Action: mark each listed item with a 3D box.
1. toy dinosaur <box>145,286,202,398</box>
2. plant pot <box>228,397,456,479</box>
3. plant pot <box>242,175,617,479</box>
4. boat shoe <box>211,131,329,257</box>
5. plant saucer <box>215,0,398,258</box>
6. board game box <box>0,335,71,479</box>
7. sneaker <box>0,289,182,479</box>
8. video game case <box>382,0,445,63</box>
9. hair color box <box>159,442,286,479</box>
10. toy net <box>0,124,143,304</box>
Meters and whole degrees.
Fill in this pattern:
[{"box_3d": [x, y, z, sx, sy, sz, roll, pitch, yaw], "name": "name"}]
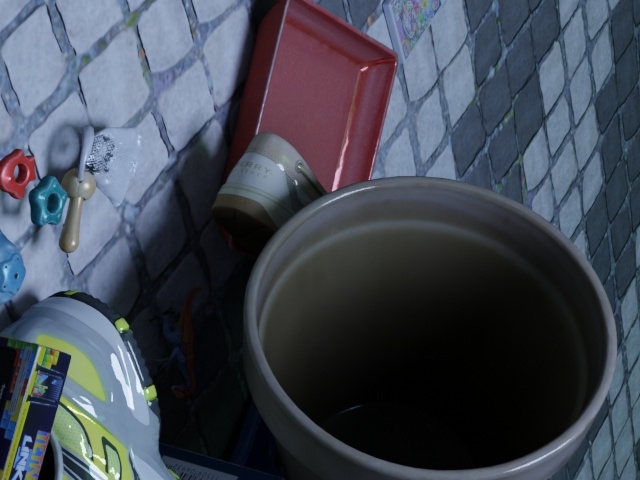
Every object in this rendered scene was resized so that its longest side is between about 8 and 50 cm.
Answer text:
[{"box_3d": [-0.131, 0.103, 1.653, 0.082, 0.090, 0.047, 55, 19, 7], "name": "toy dinosaur"}, {"box_3d": [0.053, 0.245, 1.884, 0.212, 0.236, 0.236, 59, 49, -60], "name": "plant pot"}, {"box_3d": [0.079, 0.152, 1.608, 0.323, 0.323, 0.280, -54, 164, -37], "name": "plant pot"}, {"box_3d": [0.000, 0.000, 1.724, 0.302, 0.109, 0.098, 46, 61, -51], "name": "boat shoe"}, {"box_3d": [-0.019, -0.101, 1.809, 0.258, 0.047, 0.259, 19, 84, -62], "name": "plant saucer"}, {"box_3d": [-0.275, 0.150, 1.329, 0.048, 0.141, 0.170, 28, 76, -59], "name": "board game box"}, {"box_3d": [-0.189, 0.241, 1.482, 0.147, 0.145, 0.385, -31, 101, -42], "name": "sneaker"}, {"box_3d": [0.109, -0.273, 2.016, 0.122, 0.011, 0.087, -58, 145, -34], "name": "video game case"}, {"box_3d": [-0.086, 0.353, 1.718, 0.105, 0.173, 0.347, -56, 144, -33], "name": "hair color box"}, {"box_3d": [-0.227, -0.043, 1.455, 0.232, 0.045, 0.122, -50, 139, -44], "name": "toy net"}]
